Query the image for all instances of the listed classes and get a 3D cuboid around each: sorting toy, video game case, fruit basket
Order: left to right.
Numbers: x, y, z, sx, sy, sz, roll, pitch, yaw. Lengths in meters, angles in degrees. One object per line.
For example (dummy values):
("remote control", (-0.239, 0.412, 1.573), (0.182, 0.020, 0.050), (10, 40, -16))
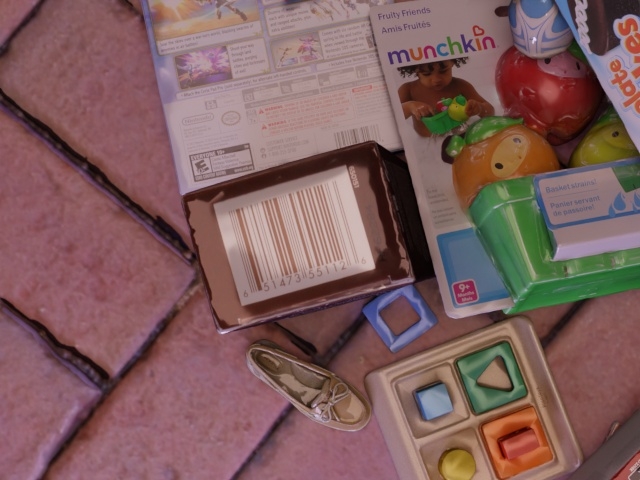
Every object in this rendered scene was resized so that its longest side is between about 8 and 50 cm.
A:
("video game case", (-0.044, -0.193, 1.920), (0.269, 0.061, 0.244), (-11, 89, 0))
("sorting toy", (0.166, 0.197, 1.909), (0.196, 0.047, 0.348), (-21, 88, 0))
("fruit basket", (0.246, -0.114, 1.851), (0.327, 0.165, 0.353), (-9, 78, -13))

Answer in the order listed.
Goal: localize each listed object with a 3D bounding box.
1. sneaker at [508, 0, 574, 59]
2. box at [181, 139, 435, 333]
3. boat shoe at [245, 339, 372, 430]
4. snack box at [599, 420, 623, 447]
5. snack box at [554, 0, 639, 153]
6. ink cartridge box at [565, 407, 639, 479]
("sneaker", (0.259, -0.282, 1.854), (0.085, 0.086, 0.237), (16, 45, 14))
("box", (0.000, 0.000, 1.746), (0.191, 0.381, 0.143), (-16, 89, 7))
("boat shoe", (-0.014, 0.157, 1.913), (0.153, 0.048, 0.056), (35, 89, 2))
("snack box", (0.305, 0.288, 1.915), (0.064, 0.022, 0.178), (28, 88, -1))
("snack box", (0.364, -0.170, 1.703), (0.187, 0.060, 0.322), (-31, 87, 43))
("ink cartridge box", (0.411, 0.302, 1.845), (0.309, 0.130, 0.272), (-44, 94, -3))
